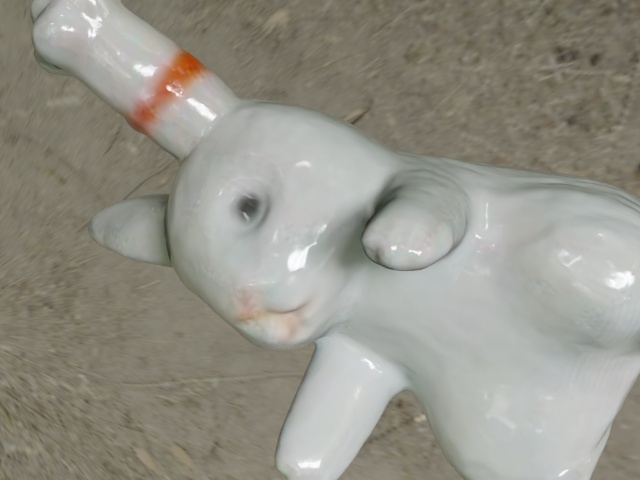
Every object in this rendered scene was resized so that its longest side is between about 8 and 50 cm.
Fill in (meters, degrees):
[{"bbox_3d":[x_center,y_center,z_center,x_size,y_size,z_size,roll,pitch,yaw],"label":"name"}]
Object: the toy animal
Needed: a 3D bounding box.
[{"bbox_3d":[0.006,0.010,0.644,0.283,0.138,0.140,18,125,-8],"label":"toy animal"}]
